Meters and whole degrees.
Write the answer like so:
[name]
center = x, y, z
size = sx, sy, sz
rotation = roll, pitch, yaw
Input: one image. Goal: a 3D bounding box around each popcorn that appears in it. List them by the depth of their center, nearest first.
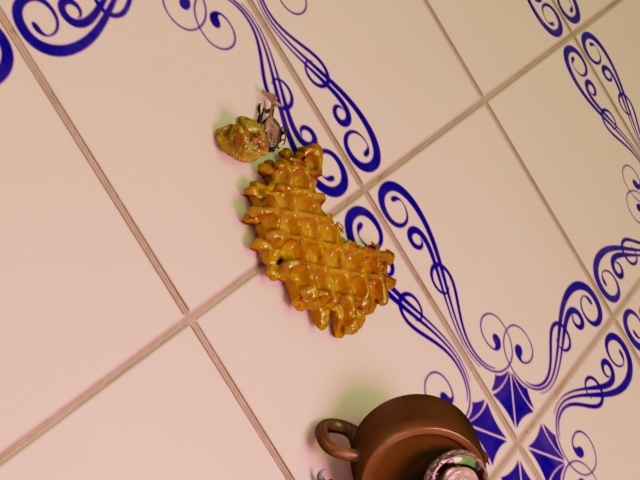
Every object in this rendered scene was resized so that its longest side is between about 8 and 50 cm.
[popcorn]
center = -0.115, -0.145, 1.941
size = 0.083, 0.068, 0.059
rotation = 10, 31, -8

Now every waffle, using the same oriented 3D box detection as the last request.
[waffle]
center = 0.000, 0.000, 1.976
size = 0.293, 0.069, 0.260
rotation = 52, 38, -10

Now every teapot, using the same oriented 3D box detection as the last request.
[teapot]
center = 0.120, 0.298, 1.867
size = 0.267, 0.186, 0.175
rotation = 15, 17, -11

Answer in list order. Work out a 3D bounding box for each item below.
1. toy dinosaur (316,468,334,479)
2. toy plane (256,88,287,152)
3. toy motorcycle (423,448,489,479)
[toy dinosaur]
center = 0.013, 0.357, 1.806
size = 0.047, 0.030, 0.083
rotation = -33, 95, -53
[toy plane]
center = -0.078, -0.178, 2.024
size = 0.049, 0.031, 0.121
rotation = 26, 53, -26
[toy motorcycle]
center = 0.166, 0.464, 1.759
size = 0.223, 0.108, 0.341
rotation = 35, 81, -18
